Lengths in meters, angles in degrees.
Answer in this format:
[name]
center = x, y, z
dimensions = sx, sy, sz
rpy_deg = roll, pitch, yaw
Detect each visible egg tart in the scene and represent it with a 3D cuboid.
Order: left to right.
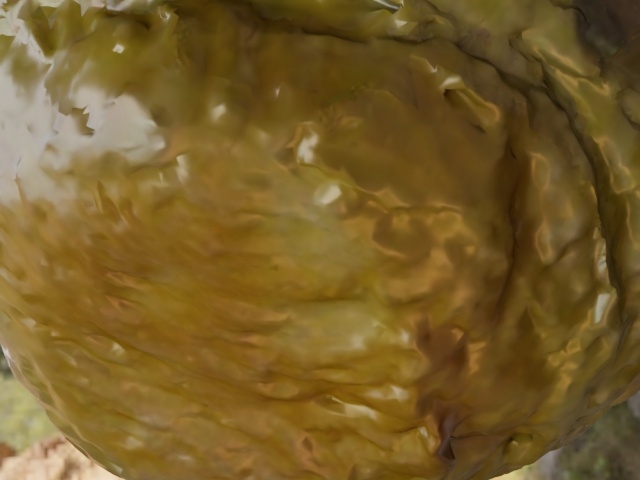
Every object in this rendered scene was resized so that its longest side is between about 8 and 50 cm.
[egg tart]
center = 0.000, 0.000, 0.524
dimensions = 0.153, 0.339, 0.351
rpy_deg = -77, 13, -46
